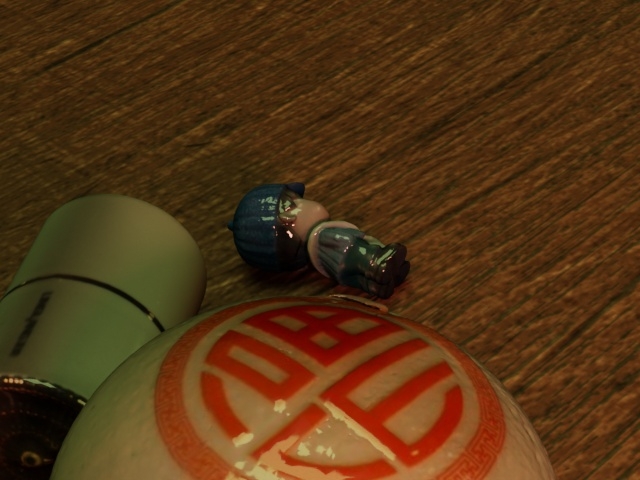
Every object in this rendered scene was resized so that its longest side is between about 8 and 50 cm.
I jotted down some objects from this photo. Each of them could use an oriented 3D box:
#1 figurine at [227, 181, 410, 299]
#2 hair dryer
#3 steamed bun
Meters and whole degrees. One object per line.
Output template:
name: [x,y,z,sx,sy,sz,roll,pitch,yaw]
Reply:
figurine: [-0.005,0.007,1.053,0.136,0.077,0.079,35,70,28]
hair dryer: [-0.270,0.085,0.956,0.362,0.128,0.203,-6,36,16]
steamed bun: [-0.004,0.133,0.734,0.283,0.177,0.283,5,34,-3]
